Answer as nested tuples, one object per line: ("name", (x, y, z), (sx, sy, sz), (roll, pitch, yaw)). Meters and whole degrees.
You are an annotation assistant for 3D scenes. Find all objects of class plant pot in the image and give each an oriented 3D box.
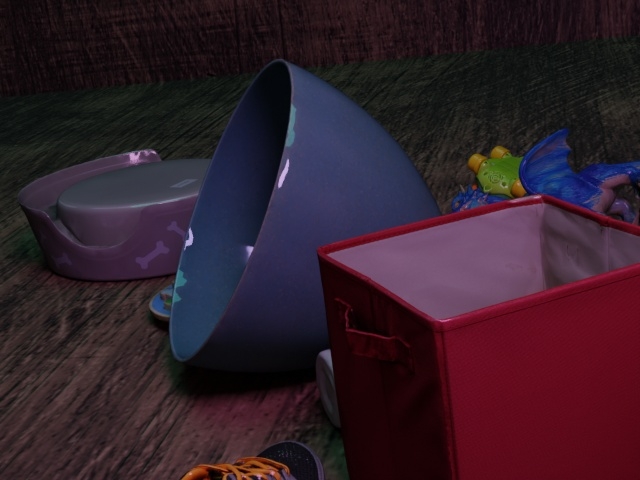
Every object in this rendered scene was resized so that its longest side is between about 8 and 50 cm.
("plant pot", (0.000, 0.000, 1.049), (0.196, 0.290, 0.290), (18, 10, -18))

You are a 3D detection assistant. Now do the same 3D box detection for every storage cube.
("storage cube", (0.124, 0.094, 0.755), (0.215, 0.193, 0.184), (-15, 18, -20))

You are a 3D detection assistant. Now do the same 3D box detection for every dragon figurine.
("dragon figurine", (0.241, -0.049, 1.102), (0.144, 0.085, 0.289), (32, 55, 28))

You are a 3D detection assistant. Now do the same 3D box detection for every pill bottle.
("pill bottle", (0.062, 0.111, 0.936), (0.120, 0.067, 0.067), (-13, 18, -16))

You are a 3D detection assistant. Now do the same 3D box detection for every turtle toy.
("turtle toy", (0.251, -0.075, 1.462), (0.095, 0.066, 0.130), (35, 37, 32))

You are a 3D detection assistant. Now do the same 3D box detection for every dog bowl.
("dog bowl", (-0.222, -0.042, 1.501), (0.349, 0.102, 0.349), (-7, 18, 2))

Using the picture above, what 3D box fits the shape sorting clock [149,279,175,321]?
("shape sorting clock", (-0.089, 0.052, 1.241), (0.206, 0.040, 0.206), (-7, 17, 2))

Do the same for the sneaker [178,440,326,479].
("sneaker", (-0.057, 0.181, 0.738), (0.084, 0.083, 0.215), (-1, 17, 25))

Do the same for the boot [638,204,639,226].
("boot", (0.351, -0.024, 1.184), (0.082, 0.106, 0.219), (7, 22, 39))
